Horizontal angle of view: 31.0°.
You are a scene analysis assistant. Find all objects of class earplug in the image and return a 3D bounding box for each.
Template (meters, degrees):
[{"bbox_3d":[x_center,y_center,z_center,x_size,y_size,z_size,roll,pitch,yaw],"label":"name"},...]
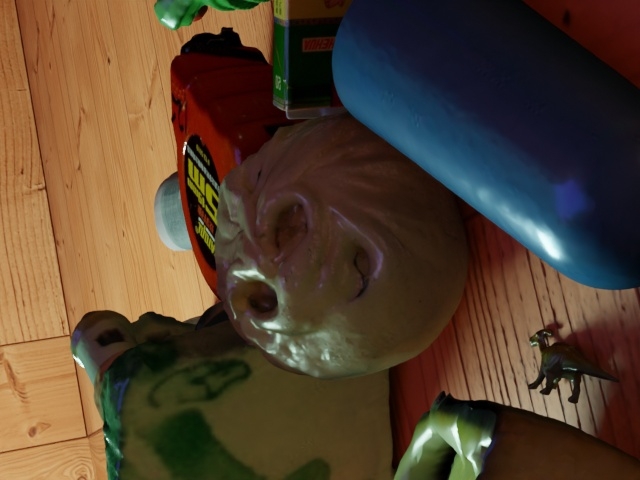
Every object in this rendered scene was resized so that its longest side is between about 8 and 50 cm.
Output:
[{"bbox_3d":[0.124,-0.068,0.696,0.273,0.132,0.132,49,142,49],"label":"earplug"}]

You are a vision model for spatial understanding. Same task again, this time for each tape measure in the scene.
[{"bbox_3d":[-0.074,-0.060,1.213,0.253,0.114,0.260,-128,33,-52],"label":"tape measure"}]

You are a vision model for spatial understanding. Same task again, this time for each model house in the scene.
[{"bbox_3d":[-0.111,0.119,1.137,0.325,0.267,0.194,-142,45,-61],"label":"model house"}]

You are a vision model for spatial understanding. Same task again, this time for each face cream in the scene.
[{"bbox_3d":[-0.154,-0.045,1.473,0.269,0.073,0.107,171,96,-69],"label":"face cream"}]

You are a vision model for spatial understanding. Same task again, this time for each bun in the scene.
[{"bbox_3d":[0.000,0.000,0.907,0.133,0.231,0.231,31,-144,-58],"label":"bun"}]

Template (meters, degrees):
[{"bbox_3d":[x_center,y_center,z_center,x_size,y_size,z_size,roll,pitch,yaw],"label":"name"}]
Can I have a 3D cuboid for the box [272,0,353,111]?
[{"bbox_3d":[0.029,-0.218,0.868,0.034,0.132,0.235,-141,47,-60],"label":"box"}]

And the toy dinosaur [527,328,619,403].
[{"bbox_3d":[0.163,0.089,0.771,0.113,0.026,0.041,-137,61,-72],"label":"toy dinosaur"}]

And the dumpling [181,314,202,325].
[{"bbox_3d":[-0.153,0.180,1.541,0.176,0.092,0.150,30,139,57],"label":"dumpling"}]

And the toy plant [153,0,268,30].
[{"bbox_3d":[-0.059,-0.265,1.049,0.088,0.240,0.154,47,131,2],"label":"toy plant"}]

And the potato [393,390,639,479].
[{"bbox_3d":[0.133,0.247,0.722,0.280,0.212,0.330,-77,6,-81],"label":"potato"}]

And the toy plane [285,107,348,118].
[{"bbox_3d":[0.005,-0.189,1.010,0.174,0.080,0.174,178,90,-69],"label":"toy plane"}]
